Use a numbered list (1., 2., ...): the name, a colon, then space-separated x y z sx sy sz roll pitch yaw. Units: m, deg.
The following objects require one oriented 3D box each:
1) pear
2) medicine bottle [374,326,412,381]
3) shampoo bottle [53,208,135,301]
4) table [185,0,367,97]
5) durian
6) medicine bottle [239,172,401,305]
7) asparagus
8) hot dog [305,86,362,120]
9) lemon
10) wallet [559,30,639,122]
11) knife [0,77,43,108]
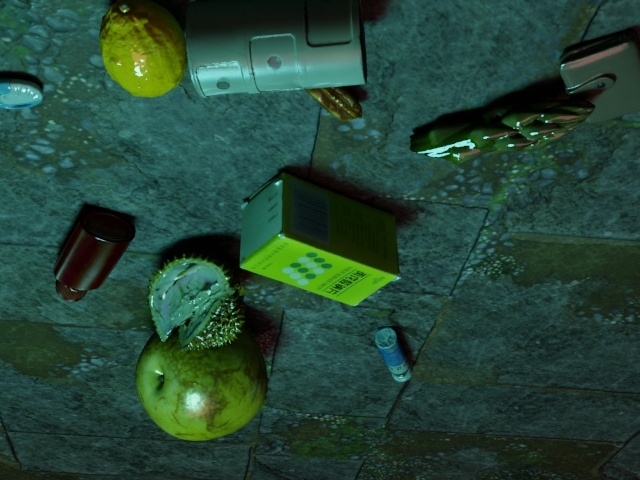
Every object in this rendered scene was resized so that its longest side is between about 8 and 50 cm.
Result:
1. pear: -0.240 0.279 2.039 0.280 0.281 0.281 0 148 0
2. medicine bottle: 0.161 0.251 2.177 0.051 0.051 0.191 -8 147 14
3. shampoo bottle: -0.425 0.034 1.820 0.102 0.064 0.260 14 146 -22
4. table: -0.054 -0.256 1.286 0.219 0.126 0.126 -4 148 6
5. durian: -0.202 0.101 1.848 0.237 0.193 0.137 -13 -171 40
6. medicine bottle: 0.000 0.000 1.689 0.250 0.141 0.137 21 140 -29
7. asparagus: 0.270 -0.161 1.471 0.287 0.080 0.080 -14 146 33
8. hot dog: 0.017 -0.214 1.442 0.049 0.037 0.122 -10 143 39
9. lemon: -0.234 -0.255 1.303 0.114 0.114 0.155 -5 143 9
10. wallet: 0.407 -0.226 1.409 0.118 0.039 0.152 -17 146 23
11. knife: -0.516 -0.207 1.461 0.222 0.031 0.064 -4 152 9
